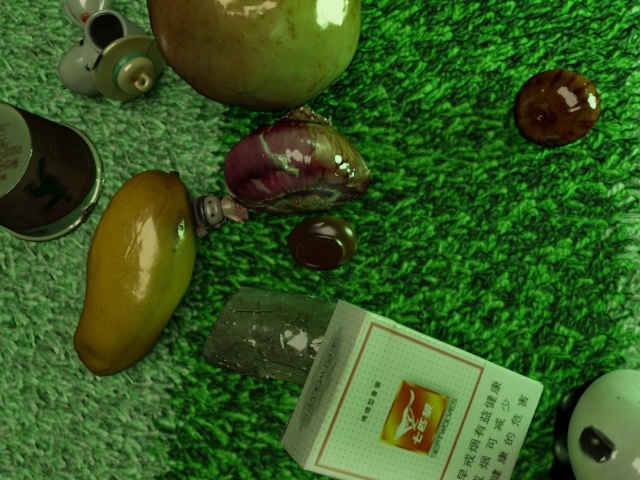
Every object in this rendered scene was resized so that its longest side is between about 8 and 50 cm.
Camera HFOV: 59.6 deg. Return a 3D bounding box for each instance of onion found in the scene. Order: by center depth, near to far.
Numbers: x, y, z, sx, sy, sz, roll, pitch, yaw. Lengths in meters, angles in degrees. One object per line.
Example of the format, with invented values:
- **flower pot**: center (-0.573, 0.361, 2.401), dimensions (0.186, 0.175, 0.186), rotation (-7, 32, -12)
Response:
- **onion**: center (-0.038, -0.128, 0.871), dimensions (0.229, 0.230, 0.164), rotation (-4, 87, 7)

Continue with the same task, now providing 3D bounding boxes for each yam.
- **yam**: center (-0.044, 0.155, 0.873), dimensions (0.254, 0.154, 0.154), rotation (13, 83, 14)

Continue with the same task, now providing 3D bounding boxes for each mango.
- **mango**: center (-0.302, 0.056, 0.923), dimensions (0.186, 0.144, 0.360), rotation (13, 90, 26)

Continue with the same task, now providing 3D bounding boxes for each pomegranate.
- **pomegranate**: center (-0.109, -0.348, 0.884), dimensions (0.337, 0.338, 0.339), rotation (-1, 81, 8)

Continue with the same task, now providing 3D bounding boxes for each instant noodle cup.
- **instant noodle cup**: center (-0.525, -0.127, 0.961), dimensions (0.234, 0.178, 0.235), rotation (-1, 80, 6)

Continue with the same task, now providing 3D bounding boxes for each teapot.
- **teapot**: center (0.000, 0.000, 0.927), dimensions (0.128, 0.078, 0.098), rotation (-12, 120, 20)

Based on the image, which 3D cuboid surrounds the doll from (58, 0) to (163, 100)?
- **doll**: center (-0.390, -0.389, 1.001), dimensions (0.207, 0.144, 0.272), rotation (-2, 86, 17)

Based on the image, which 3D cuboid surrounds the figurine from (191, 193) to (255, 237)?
- **figurine**: center (-0.164, -0.050, 0.967), dimensions (0.129, 0.054, 0.072), rotation (-12, 95, -1)

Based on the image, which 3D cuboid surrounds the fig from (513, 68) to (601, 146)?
- **fig**: center (0.370, -0.215, 0.892), dimensions (0.128, 0.150, 0.129), rotation (2, 116, 4)

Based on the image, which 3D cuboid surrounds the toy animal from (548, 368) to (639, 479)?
- **toy animal**: center (0.421, 0.273, 0.730), dimensions (0.212, 0.267, 0.213), rotation (-2, 76, 7)

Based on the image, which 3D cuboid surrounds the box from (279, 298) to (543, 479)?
- **box**: center (0.136, 0.238, 0.776), dimensions (0.330, 0.095, 0.210), rotation (25, 84, -25)
